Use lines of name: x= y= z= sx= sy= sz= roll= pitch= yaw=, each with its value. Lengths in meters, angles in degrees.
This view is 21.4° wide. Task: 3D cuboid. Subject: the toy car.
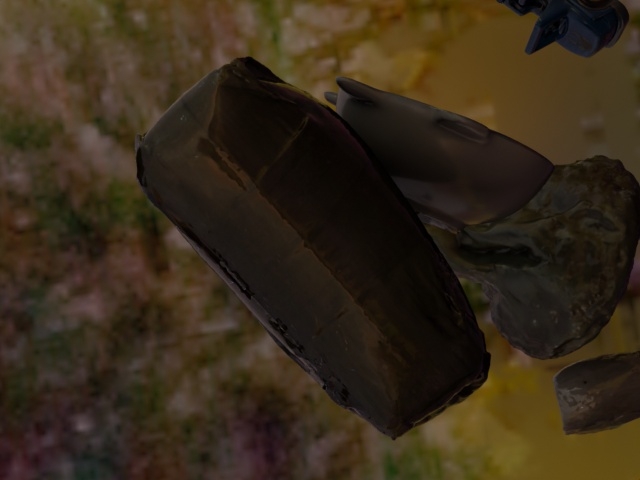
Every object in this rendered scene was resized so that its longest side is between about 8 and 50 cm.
toy car: x=0.269 y=-0.286 z=2.039 sx=0.191 sy=0.100 sz=0.097 roll=39 pitch=163 yaw=10

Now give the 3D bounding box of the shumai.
shumai: x=0.192 y=-0.003 z=1.735 sx=0.272 sy=0.204 sz=0.222 roll=-32 pitch=39 yaw=55

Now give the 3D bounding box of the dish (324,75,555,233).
dish: x=0.084 y=-0.065 z=1.486 sx=0.086 sy=0.228 sz=0.236 roll=-68 pitch=-20 yaw=-3

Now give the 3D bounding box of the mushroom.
mushroom: x=0.354 y=0.155 z=1.752 sx=0.081 sy=0.223 sz=0.092 roll=-90 pitch=-8 yaw=-65

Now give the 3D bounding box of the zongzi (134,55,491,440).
zongzi: x=0.000 y=0.000 z=1.422 sx=0.323 sy=0.160 sz=0.360 roll=52 pitch=-178 yaw=-4
